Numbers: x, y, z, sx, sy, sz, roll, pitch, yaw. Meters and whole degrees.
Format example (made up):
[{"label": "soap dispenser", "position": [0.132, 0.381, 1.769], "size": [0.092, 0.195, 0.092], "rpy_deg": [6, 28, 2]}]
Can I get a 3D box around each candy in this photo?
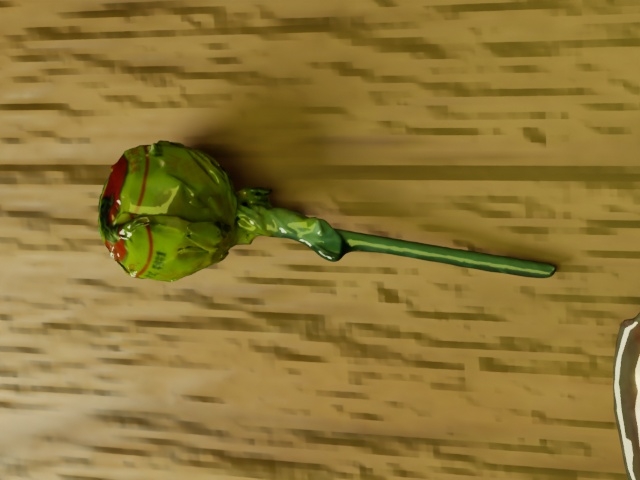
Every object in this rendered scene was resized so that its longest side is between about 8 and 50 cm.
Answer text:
[{"label": "candy", "position": [0.000, 0.000, 0.400], "size": [0.123, 0.035, 0.035], "rpy_deg": [10, 149, 10]}]

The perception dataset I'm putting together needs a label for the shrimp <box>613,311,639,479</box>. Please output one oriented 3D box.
[{"label": "shrimp", "position": [0.137, 0.001, 0.327], "size": [0.164, 0.062, 0.317], "rpy_deg": [-6, 102, 26]}]
